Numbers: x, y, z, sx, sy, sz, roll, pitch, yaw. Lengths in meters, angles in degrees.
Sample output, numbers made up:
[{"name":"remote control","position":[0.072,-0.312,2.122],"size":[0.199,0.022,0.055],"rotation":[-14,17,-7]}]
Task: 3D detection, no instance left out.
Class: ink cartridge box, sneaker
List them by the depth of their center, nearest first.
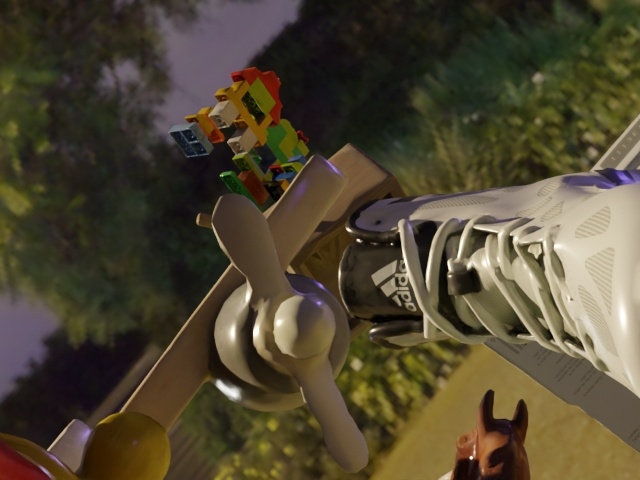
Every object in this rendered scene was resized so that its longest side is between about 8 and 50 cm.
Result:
[{"name":"sneaker","position":[0.134,0.045,0.863],"size":[0.257,0.169,0.447],"rotation":[-11,5,10]},{"name":"ink cartridge box","position":[0.317,0.045,1.284],"size":[0.275,0.239,0.060],"rotation":[-50,19,11]}]

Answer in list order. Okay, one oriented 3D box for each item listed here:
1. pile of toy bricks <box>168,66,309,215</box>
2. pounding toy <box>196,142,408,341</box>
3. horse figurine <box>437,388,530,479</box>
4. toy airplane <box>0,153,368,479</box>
[{"name":"pile of toy bricks","position":[-0.046,-0.073,1.277],"size":[0.118,0.212,0.105],"rotation":[-4,41,43]},{"name":"pounding toy","position":[0.000,0.000,1.113],"size":[0.141,0.130,0.100],"rotation":[-39,40,-8]},{"name":"horse figurine","position":[0.017,0.197,0.465],"size":[0.263,0.066,0.174],"rotation":[-56,-6,-49]},{"name":"toy airplane","position":[-0.130,0.163,0.601],"size":[0.384,0.272,0.386],"rotation":[-27,-38,-59]}]
